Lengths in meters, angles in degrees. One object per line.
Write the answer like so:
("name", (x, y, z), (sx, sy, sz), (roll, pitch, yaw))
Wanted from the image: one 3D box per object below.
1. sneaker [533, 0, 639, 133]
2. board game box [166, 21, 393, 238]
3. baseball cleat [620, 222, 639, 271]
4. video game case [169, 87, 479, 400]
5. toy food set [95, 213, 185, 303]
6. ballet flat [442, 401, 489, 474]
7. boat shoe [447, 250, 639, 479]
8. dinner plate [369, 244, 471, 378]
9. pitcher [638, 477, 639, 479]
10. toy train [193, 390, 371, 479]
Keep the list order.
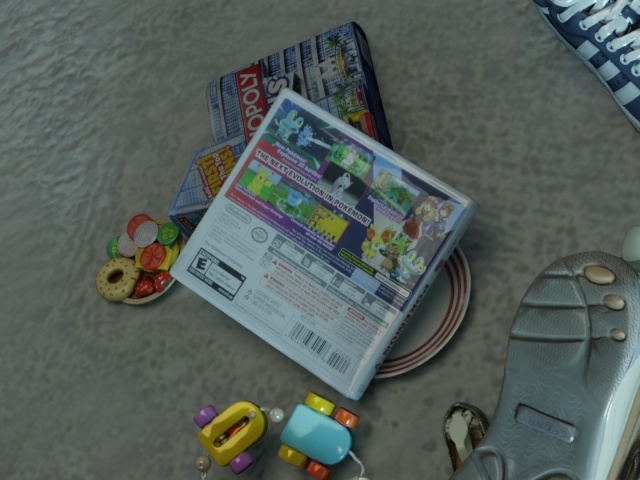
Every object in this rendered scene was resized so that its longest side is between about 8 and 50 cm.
("sneaker", (0.242, -0.173, 1.509), (0.099, 0.153, 0.282), (-42, 53, -1))
("board game box", (-0.041, -0.083, 1.657), (0.194, 0.060, 0.194), (-21, 55, 13))
("baseball cleat", (0.315, 0.043, 1.413), (0.206, 0.072, 0.109), (8, 82, 32))
("video game case", (0.000, 0.000, 1.555), (0.201, 0.023, 0.183), (33, 92, 28))
("toy food set", (-0.153, 0.016, 1.675), (0.083, 0.020, 0.083), (2, 66, 33))
("ballet flat", (0.112, 0.170, 1.445), (0.041, 0.041, 0.114), (-20, 55, 15))
("boat shoe", (0.169, 0.169, 1.369), (0.123, 0.116, 0.324), (28, 98, 33))
("dinner plate", (0.056, 0.048, 1.558), (0.141, 0.017, 0.141), (-12, 56, 19))
("pitcher", (0.321, 0.149, 1.314), (0.207, 0.125, 0.178), (-13, 41, 32))
("toy train", (-0.040, 0.183, 1.514), (0.166, 0.046, 0.125), (-13, 83, 8))
